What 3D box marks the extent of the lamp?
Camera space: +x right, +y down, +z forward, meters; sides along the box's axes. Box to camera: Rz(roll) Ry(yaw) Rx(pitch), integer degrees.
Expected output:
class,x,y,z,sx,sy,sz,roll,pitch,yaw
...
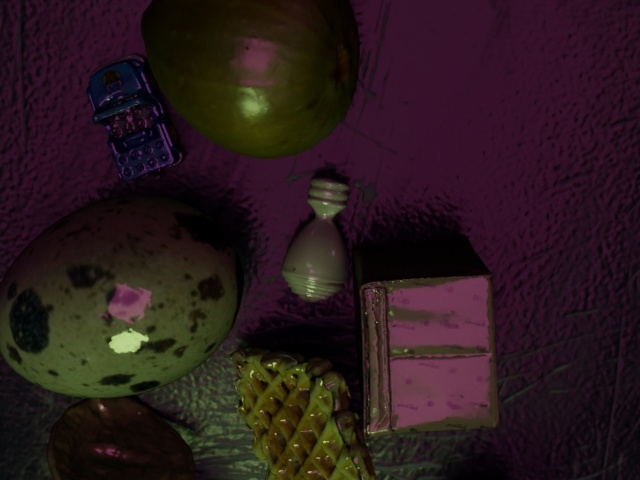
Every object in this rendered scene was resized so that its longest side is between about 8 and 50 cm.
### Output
class,x,y,z,sx,sy,sz,roll,pitch,yaw
lamp,0.000,0.000,1.777,0.106,0.106,0.193,10,93,0

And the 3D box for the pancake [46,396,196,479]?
class,x,y,z,sx,sy,sz,roll,pitch,yaw
pancake,-0.304,0.334,1.791,0.242,0.242,0.050,24,126,-3

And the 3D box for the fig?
class,x,y,z,sx,sy,sz,roll,pitch,yaw
fig,-0.107,-0.272,1.648,0.316,0.316,0.316,0,101,2

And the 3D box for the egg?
class,x,y,z,sx,sy,sz,roll,pitch,yaw
egg,-0.296,0.085,1.705,0.379,0.287,0.288,-21,99,2

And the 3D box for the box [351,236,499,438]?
class,x,y,z,sx,sy,sz,roll,pitch,yaw
box,0.144,0.129,1.698,0.190,0.297,0.225,-4,100,0

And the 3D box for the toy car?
class,x,y,z,sx,sy,sz,roll,pitch,yaw
toy car,-0.283,-0.178,1.751,0.097,0.100,0.191,-21,95,9

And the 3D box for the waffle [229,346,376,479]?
class,x,y,z,sx,sy,sz,roll,pitch,yaw
waffle,-0.023,0.295,1.758,0.073,0.317,0.297,-22,108,-30
